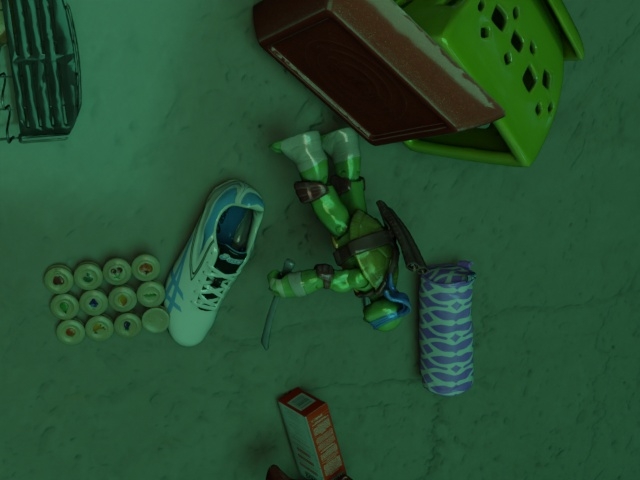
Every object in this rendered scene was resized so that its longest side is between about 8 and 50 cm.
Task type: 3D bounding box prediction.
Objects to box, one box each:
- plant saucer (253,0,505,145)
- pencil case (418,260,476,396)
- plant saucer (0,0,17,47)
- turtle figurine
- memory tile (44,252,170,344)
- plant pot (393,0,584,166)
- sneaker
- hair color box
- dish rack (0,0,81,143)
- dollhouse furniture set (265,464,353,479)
[{"bbox_3d":[0.050,-0.198,1.092,0.258,0.259,0.048,39,74,-21],"label":"plant saucer"},{"bbox_3d":[0.193,0.131,1.404,0.088,0.086,0.206,-25,122,-45],"label":"pencil case"},{"bbox_3d":[-0.378,-0.255,1.044,0.083,0.015,0.084,-8,112,-20],"label":"plant saucer"},{"bbox_3d":[0.000,0.000,1.224,0.197,0.274,0.266,-14,89,-19],"label":"turtle figurine"},{"bbox_3d":[-0.272,0.077,1.195,0.147,0.012,0.113,-8,111,-6],"label":"memory tile"},{"bbox_3d":[0.181,-0.246,1.162,0.207,0.227,0.228,-54,126,-16],"label":"plant pot"},{"bbox_3d":[-0.141,0.036,1.218,0.085,0.086,0.237,16,103,-29],"label":"sneaker"},{"bbox_3d":[-0.011,0.294,1.374,0.043,0.072,0.141,-29,120,-30],"label":"hair color box"},{"bbox_3d":[-0.401,-0.187,1.010,0.271,0.074,0.208,-6,114,-10],"label":"dish rack"},{"bbox_3d":[-0.118,0.446,1.334,0.374,0.152,0.201,-45,120,-1],"label":"dollhouse furniture set"}]
